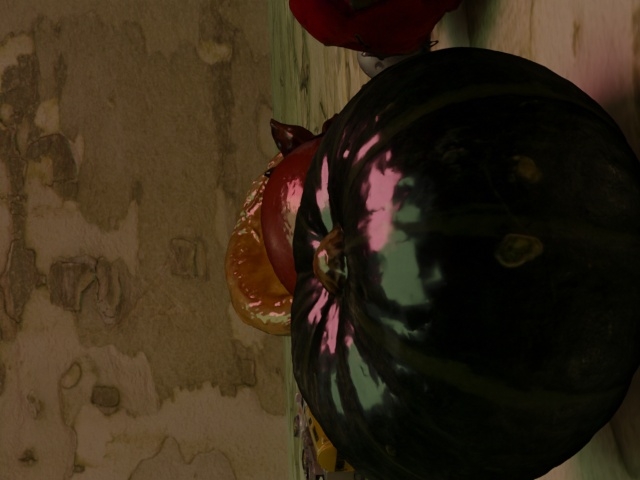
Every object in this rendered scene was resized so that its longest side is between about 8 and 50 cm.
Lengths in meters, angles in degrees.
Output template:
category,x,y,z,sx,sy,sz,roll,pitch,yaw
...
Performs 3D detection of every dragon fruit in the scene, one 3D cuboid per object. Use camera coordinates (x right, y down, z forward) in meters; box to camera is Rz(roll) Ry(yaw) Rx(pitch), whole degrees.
category,x,y,z,sx,sy,sz,roll,pitch,yaw
dragon fruit,0.049,-0.269,1.008,0.274,0.192,0.193,106,178,-69

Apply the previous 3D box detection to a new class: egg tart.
category,x,y,z,sx,sy,sz,roll,pitch,yaw
egg tart,0.000,0.000,1.492,0.319,0.128,0.319,-24,51,33

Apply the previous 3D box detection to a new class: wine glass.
category,x,y,z,sx,sy,sz,roll,pitch,yaw
wine glass,0.080,-0.184,1.216,0.079,0.079,0.196,-112,21,-70

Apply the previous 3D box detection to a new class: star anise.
category,x,y,z,sx,sy,sz,roll,pitch,yaw
star anise,0.020,-0.106,1.368,0.196,0.212,0.111,54,-178,37

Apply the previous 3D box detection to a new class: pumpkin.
category,x,y,z,sx,sy,sz,roll,pitch,yaw
pumpkin,0.095,0.021,0.685,0.300,0.207,0.300,-170,90,-75

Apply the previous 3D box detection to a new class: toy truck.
category,x,y,z,sx,sy,sz,roll,pitch,yaw
toy truck,0.018,0.320,1.749,0.227,0.098,0.114,-115,28,-66

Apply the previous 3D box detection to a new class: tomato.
category,x,y,z,sx,sy,sz,roll,pitch,yaw
tomato,0.042,-0.024,1.034,0.208,0.208,0.184,123,125,-77
